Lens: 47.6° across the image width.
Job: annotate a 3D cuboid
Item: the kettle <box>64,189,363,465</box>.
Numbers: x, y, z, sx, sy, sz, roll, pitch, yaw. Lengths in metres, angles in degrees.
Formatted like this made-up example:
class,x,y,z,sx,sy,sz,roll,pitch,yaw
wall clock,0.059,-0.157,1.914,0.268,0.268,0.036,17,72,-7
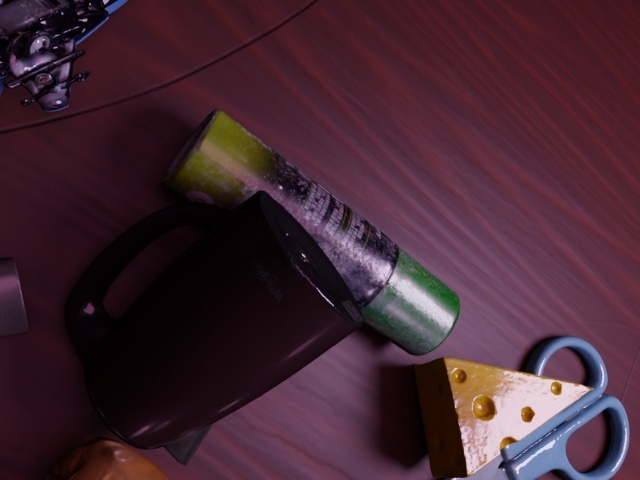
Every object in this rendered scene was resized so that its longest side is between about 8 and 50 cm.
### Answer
class,x,y,z,sx,sy,sz,roll,pitch,yaw
kettle,-0.110,0.066,0.641,0.232,0.144,0.202,-38,86,7

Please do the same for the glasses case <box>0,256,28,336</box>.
class,x,y,z,sx,sy,sz,roll,pitch,yaw
glasses case,-0.353,0.061,0.614,0.191,0.042,0.071,-8,96,-25

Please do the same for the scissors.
class,x,y,z,sx,sy,sz,roll,pitch,yaw
scissors,0.190,0.275,0.845,0.447,0.029,0.192,-25,95,-24

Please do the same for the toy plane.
class,x,y,z,sx,sy,sz,roll,pitch,yaw
toy plane,-0.247,-0.201,0.662,0.169,0.078,0.246,40,65,13

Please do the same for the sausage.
class,x,y,z,sx,sy,sz,roll,pitch,yaw
sausage,-0.154,0.284,0.635,0.120,0.136,0.241,-34,104,-25

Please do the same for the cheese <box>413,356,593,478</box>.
class,x,y,z,sx,sy,sz,roll,pitch,yaw
cheese,0.206,0.182,0.803,0.171,0.093,0.126,-5,74,-18

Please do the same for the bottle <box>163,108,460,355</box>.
class,x,y,z,sx,sy,sz,roll,pitch,yaw
bottle,0.000,0.000,0.748,0.330,0.093,0.093,36,72,-17
